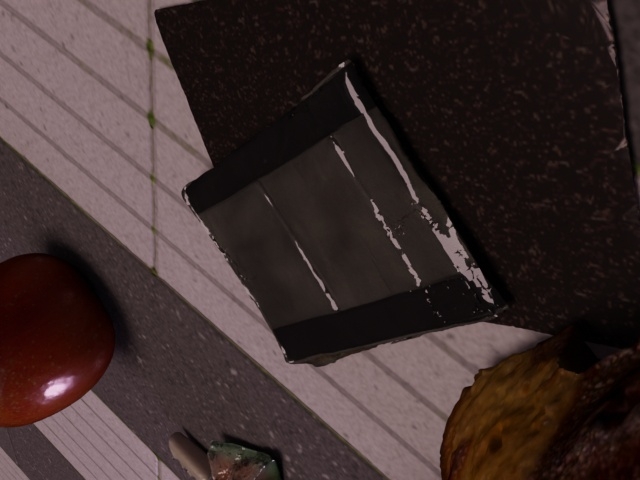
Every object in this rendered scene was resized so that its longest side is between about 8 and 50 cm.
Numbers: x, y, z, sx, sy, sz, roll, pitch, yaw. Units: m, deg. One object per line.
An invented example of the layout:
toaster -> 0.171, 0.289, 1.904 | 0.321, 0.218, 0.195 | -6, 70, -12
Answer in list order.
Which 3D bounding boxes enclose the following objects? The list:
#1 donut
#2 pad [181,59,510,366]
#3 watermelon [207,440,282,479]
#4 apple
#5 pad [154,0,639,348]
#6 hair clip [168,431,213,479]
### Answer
donut -> 0.153, 0.103, 0.347 | 0.112, 0.151, 0.295 | 31, 145, -3
pad -> 0.000, 0.000, 0.532 | 0.174, 0.022, 0.233 | 57, 144, -4
watermelon -> -0.090, 0.276, 0.851 | 0.101, 0.080, 0.155 | 28, 148, 38
apple -> -0.330, 0.110, 0.898 | 0.181, 0.168, 0.180 | 32, 137, 35
pad -> 0.029, -0.050, 0.476 | 0.330, 0.004, 0.219 | 9, 126, 46
hair clip -> -0.098, 0.312, 0.922 | 0.226, 0.034, 0.072 | 54, 142, 1
